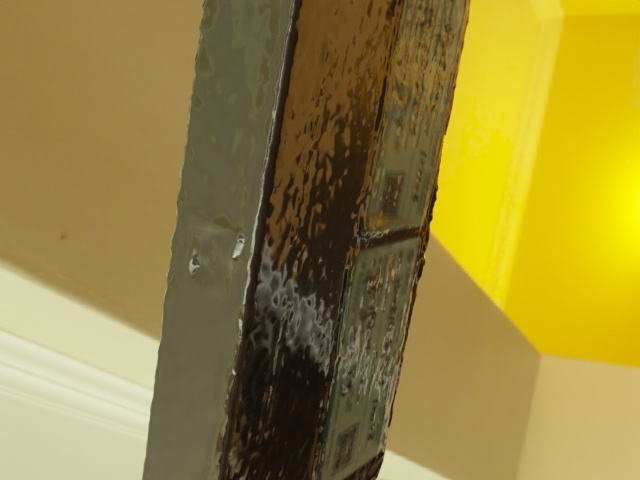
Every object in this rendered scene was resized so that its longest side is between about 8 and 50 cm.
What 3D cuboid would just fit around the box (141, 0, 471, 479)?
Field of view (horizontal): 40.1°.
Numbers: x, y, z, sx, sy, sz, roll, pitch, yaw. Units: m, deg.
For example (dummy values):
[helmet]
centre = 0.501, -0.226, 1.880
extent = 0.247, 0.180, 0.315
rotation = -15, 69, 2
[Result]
[box]
centre = 0.000, 0.000, 0.495
extent = 0.211, 0.058, 0.350
rotation = -8, -70, -61
